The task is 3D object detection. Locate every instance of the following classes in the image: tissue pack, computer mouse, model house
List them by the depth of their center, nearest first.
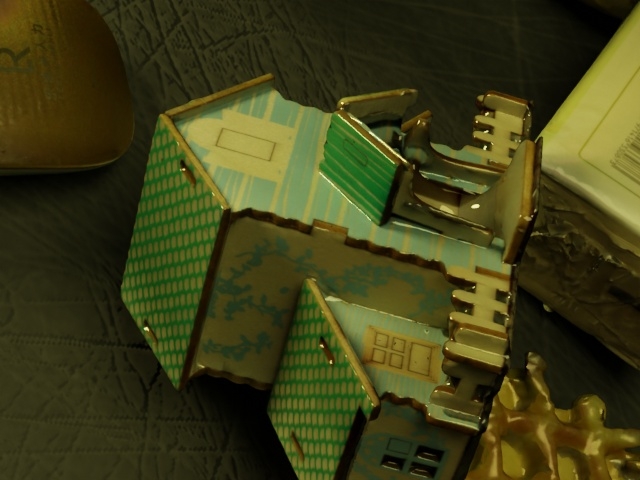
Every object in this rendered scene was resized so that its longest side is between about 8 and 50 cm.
[{"bbox_3d":[0.000,0.000,0.853,0.206,0.178,0.271,15,40,0],"label":"model house"},{"bbox_3d":[-0.219,-0.090,0.872,0.245,0.056,0.125,-3,70,-28],"label":"computer mouse"},{"bbox_3d":[0.229,-0.049,1.045,0.159,0.125,0.234,35,55,6],"label":"tissue pack"}]

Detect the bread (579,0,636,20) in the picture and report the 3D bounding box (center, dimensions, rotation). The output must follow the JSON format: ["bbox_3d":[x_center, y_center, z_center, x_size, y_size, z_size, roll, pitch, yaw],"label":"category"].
[{"bbox_3d":[0.195,-0.261,1.140,0.236,0.106,0.140,39,57,-8],"label":"bread"}]

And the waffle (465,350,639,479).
[{"bbox_3d":[0.110,0.212,0.913,0.329,0.062,0.329,12,62,-24],"label":"waffle"}]
